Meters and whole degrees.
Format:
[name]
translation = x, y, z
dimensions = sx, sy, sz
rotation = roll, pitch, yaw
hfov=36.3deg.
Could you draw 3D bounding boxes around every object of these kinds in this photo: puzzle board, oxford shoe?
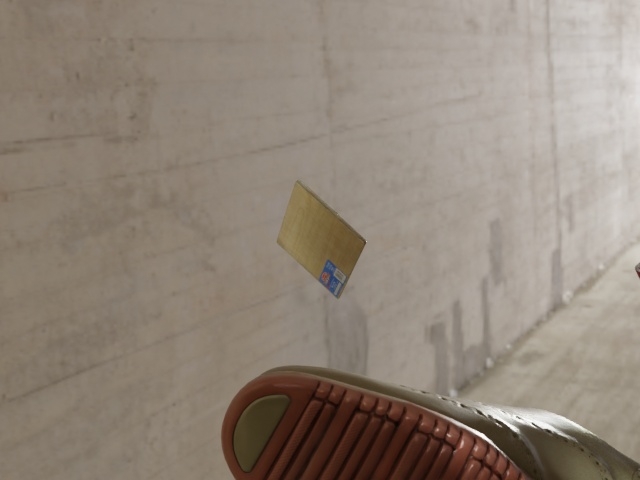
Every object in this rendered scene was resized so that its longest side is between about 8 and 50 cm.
[puzzle board]
translation = 0.000, 0.000, 1.031
dimensions = 0.011, 0.096, 0.128
rotation = -41, -14, -28
[oxford shoe]
translation = 0.112, 0.180, 0.710
dimensions = 0.140, 0.397, 0.146
rotation = -58, 14, 21

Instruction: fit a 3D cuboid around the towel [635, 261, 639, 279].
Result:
[towel]
translation = 0.539, 0.092, 1.245
dimensions = 0.237, 0.037, 0.329
rotation = -41, -70, -19
